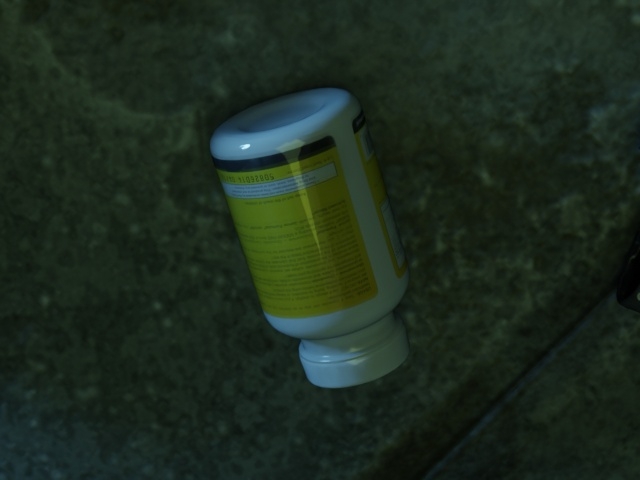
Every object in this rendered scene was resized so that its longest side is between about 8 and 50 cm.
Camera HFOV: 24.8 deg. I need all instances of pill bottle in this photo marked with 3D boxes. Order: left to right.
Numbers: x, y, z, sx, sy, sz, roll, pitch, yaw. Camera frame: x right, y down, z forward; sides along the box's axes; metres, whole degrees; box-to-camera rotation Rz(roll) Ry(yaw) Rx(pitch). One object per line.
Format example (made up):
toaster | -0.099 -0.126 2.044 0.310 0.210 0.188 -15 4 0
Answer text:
pill bottle | 0.000 0.000 0.961 0.103 0.103 0.184 -16 109 2

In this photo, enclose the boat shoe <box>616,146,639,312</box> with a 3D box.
boat shoe | 0.250 -0.050 0.981 0.076 0.080 0.229 7 116 -8
